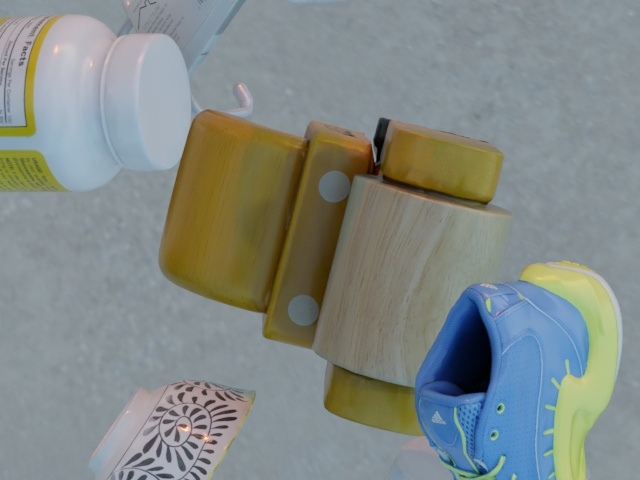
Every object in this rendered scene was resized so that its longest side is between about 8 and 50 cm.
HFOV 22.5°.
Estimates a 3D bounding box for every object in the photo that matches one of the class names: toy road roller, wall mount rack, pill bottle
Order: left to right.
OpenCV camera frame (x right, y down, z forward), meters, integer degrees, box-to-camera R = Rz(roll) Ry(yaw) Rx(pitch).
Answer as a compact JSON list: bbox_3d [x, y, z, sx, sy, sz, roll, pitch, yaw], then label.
[{"bbox_3d":[-0.316,-0.144,1.702,0.334,0.188,0.188,1,114,18],"label":"pill bottle"},{"bbox_3d":[-0.129,-0.312,1.781,0.130,0.304,0.350,-13,154,-45],"label":"wall mount rack"},{"bbox_3d":[0.000,0.000,1.214,0.240,0.329,0.202,13,97,-3],"label":"toy road roller"}]

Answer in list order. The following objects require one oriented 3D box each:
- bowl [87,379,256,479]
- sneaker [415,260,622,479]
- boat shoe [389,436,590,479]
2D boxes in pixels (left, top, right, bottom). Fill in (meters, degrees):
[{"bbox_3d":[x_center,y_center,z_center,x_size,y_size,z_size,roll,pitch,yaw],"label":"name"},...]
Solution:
[{"bbox_3d":[-0.129,0.167,1.254,0.080,0.170,0.170,35,94,-5],"label":"bowl"},{"bbox_3d":[0.097,0.129,0.913,0.126,0.091,0.240,4,92,-37],"label":"sneaker"},{"bbox_3d":[0.153,0.242,1.541,0.267,0.096,0.088,0,127,-51],"label":"boat shoe"}]
